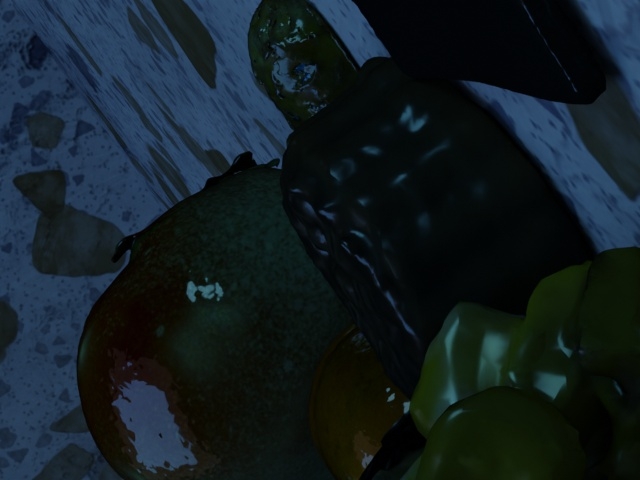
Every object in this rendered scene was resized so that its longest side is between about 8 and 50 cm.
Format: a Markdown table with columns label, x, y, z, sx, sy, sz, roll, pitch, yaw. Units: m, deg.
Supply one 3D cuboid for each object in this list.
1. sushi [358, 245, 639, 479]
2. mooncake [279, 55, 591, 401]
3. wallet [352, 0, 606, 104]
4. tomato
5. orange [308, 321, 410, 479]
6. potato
| label | x | y | z | sx | sy | sz | roll | pitch | yaw |
| --- | --- | --- | --- | --- | --- | --- | --- | --- | --- |
| sushi | 0.138 | 0.189 | 0.796 | 0.329 | 0.328 | 0.285 | 52 | 161 | 12 |
| mooncake | 0.063 | 0.005 | 1.061 | 0.228 | 0.124 | 0.228 | 52 | 172 | 10 |
| wallet | 0.058 | -0.127 | 0.865 | 0.124 | 0.025 | 0.244 | 54 | 170 | -16 |
| tomato | -0.050 | 0.095 | 1.476 | 0.239 | 0.303 | 0.303 | 40 | 167 | 23 |
| orange | 0.102 | 0.140 | 1.250 | 0.240 | 0.171 | 0.240 | 40 | 179 | 1 |
| potato | 0.001 | -0.092 | 1.231 | 0.119 | 0.054 | 0.198 | 43 | 168 | 33 |
